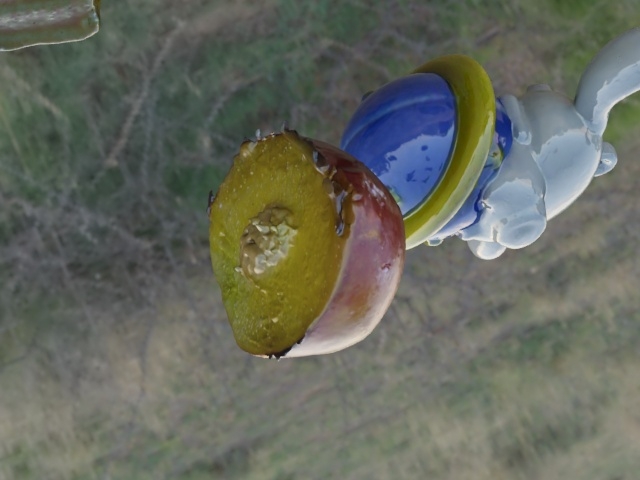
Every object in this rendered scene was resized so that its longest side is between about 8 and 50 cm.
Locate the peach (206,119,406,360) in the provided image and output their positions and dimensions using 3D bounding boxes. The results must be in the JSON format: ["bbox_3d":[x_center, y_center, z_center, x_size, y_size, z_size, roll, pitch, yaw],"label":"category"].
[{"bbox_3d":[-0.001,0.000,0.534,0.061,0.098,0.098,7,143,-37],"label":"peach"}]

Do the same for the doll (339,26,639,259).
[{"bbox_3d":[0.155,-0.075,1.144,0.242,0.160,0.311,28,133,-24],"label":"doll"}]

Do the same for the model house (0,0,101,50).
[{"bbox_3d":[-0.216,-0.281,1.112,0.268,0.239,0.173,-11,-163,-23],"label":"model house"}]
